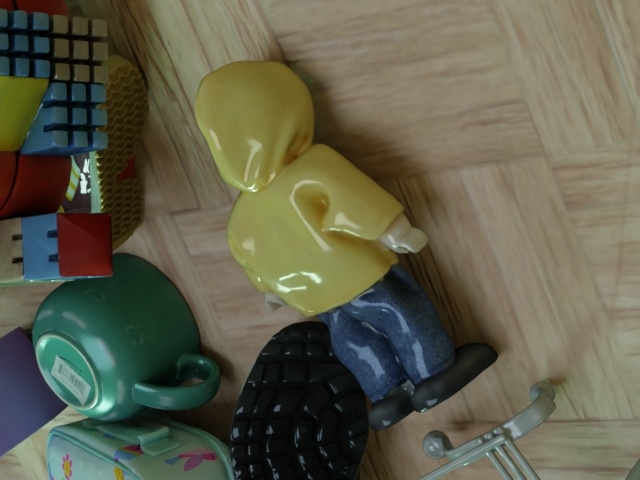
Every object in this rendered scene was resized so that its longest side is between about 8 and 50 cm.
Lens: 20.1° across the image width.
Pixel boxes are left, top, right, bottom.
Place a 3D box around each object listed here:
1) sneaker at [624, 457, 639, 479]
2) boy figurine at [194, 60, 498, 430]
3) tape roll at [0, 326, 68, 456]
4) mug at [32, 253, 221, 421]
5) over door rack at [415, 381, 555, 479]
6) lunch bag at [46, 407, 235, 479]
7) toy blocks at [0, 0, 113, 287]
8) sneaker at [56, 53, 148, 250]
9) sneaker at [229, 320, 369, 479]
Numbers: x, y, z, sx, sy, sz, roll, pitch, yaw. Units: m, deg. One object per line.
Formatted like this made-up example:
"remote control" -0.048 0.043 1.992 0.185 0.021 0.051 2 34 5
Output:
"sneaker" 0.233 0.233 1.173 0.118 0.222 0.083 23 171 23
"boy figurine" 0.000 0.000 1.305 0.285 0.092 0.177 56 141 0
"tape roll" -0.368 0.189 1.654 0.275 0.275 0.090 -28 95 50
"mug" -0.173 0.088 1.530 0.158 0.097 0.129 -4 113 46
"over door rack" 0.103 0.275 1.333 0.324 0.108 0.239 -35 91 23
"lunch bag" -0.139 0.256 1.549 0.279 0.108 0.224 10 109 60
"toy blocks" -0.264 -0.109 1.387 0.261 0.191 0.381 -7 84 49
"sneaker" -0.191 -0.077 1.456 0.084 0.069 0.185 26 132 23
"sneaker" -0.014 0.201 1.447 0.107 0.124 0.283 -1 96 1
